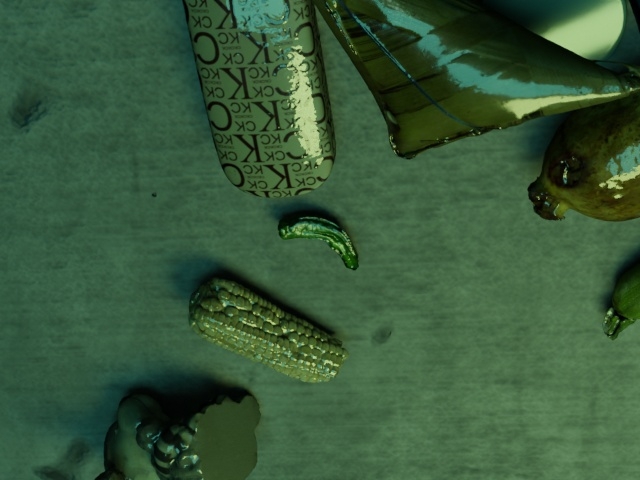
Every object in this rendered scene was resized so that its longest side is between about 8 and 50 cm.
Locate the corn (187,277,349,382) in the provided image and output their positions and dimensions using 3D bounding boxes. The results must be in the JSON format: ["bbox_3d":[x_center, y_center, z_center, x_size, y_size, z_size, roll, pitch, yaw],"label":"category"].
[{"bbox_3d":[-0.071,0.119,1.549,0.211,0.087,0.087,29,122,-17],"label":"corn"}]

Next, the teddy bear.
[{"bbox_3d":[-0.220,0.280,1.630,0.251,0.171,0.144,-12,101,22],"label":"teddy bear"}]

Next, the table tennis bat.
[{"bbox_3d":[0.215,-0.262,1.280,0.244,0.040,0.153,38,124,-20],"label":"table tennis bat"}]

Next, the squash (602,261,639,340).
[{"bbox_3d":[0.454,0.022,1.413,0.318,0.071,0.080,-33,114,26],"label":"squash"}]

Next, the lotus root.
[{"bbox_3d":[0.337,-0.096,1.319,0.260,0.128,0.145,-29,125,26],"label":"lotus root"}]

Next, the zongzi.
[{"bbox_3d":[0.152,-0.225,1.230,0.289,0.123,0.260,-11,123,37],"label":"zongzi"}]

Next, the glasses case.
[{"bbox_3d":[-0.068,-0.205,1.327,0.137,0.085,0.355,-5,122,9],"label":"glasses case"}]

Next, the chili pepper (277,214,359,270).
[{"bbox_3d":[0.005,-0.006,1.484,0.118,0.035,0.055,25,136,-20],"label":"chili pepper"}]

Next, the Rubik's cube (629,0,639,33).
[{"bbox_3d":[0.461,-0.235,1.138,0.250,0.248,0.246,33,121,-15],"label":"Rubik's cube"}]
